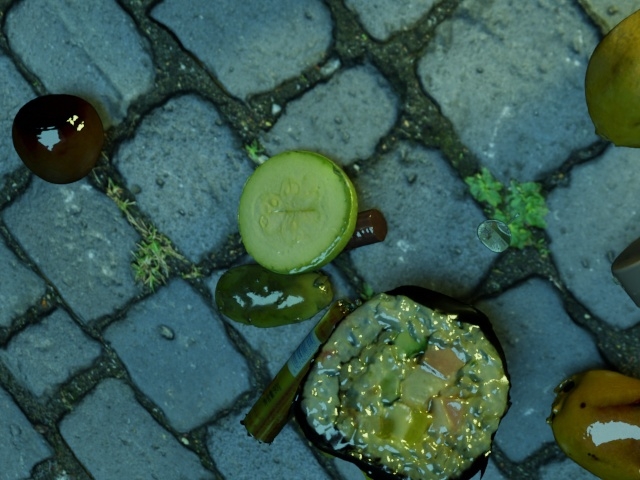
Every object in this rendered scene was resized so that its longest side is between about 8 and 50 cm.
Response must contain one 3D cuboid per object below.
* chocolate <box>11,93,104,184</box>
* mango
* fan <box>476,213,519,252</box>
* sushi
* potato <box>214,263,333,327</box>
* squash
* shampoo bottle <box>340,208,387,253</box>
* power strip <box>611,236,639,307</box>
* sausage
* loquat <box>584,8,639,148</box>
[{"bbox_3d":[-0.479,-0.184,1.785,0.176,0.177,0.177,8,112,20],"label":"chocolate"},{"bbox_3d":[0.511,0.314,1.560,0.287,0.152,0.201,14,105,15],"label":"mango"},{"bbox_3d":[0.291,-0.018,1.606,0.060,0.003,0.080,20,116,14],"label":"fan"},{"bbox_3d":[0.142,0.261,1.638,0.328,0.285,0.329,20,78,8],"label":"sushi"},{"bbox_3d":[-0.087,0.100,1.757,0.225,0.090,0.117,-1,103,15],"label":"potato"},{"bbox_3d":[-0.042,-0.050,1.660,0.219,0.041,0.219,-4,82,25],"label":"squash"},{"bbox_3d":[-0.001,-0.001,1.696,0.236,0.067,0.068,-16,89,27],"label":"shampoo bottle"},{"bbox_3d":[0.516,0.032,1.448,0.154,0.154,0.078,-37,92,29],"label":"power strip"},{"bbox_3d":[-0.029,0.236,1.794,0.082,0.082,0.371,38,118,5],"label":"sausage"},{"bbox_3d":[0.468,-0.236,1.350,0.176,0.187,0.234,26,113,-26],"label":"loquat"}]
